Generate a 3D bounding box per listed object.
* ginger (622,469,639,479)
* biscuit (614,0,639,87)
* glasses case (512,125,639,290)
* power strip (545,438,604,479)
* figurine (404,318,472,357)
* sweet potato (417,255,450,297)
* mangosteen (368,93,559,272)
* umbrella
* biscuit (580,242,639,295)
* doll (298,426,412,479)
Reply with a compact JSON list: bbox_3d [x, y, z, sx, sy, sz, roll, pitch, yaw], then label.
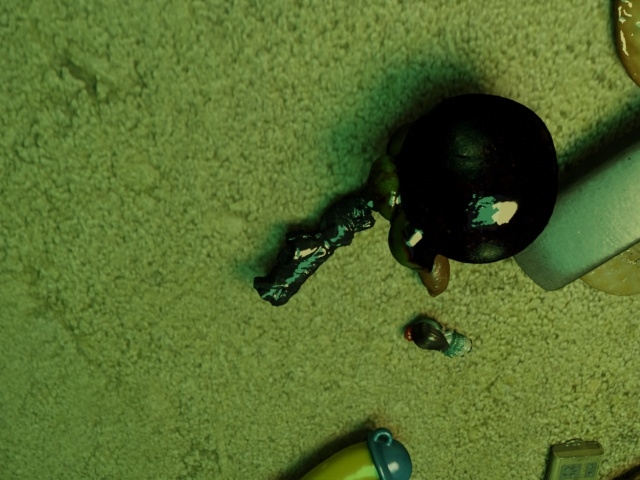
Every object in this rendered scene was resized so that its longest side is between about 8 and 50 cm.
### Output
[{"bbox_3d":[0.644,0.443,1.541,0.262,0.109,0.117,-19,121,4],"label":"ginger"},{"bbox_3d":[0.460,-0.298,1.077,0.202,0.041,0.260,-27,122,14],"label":"biscuit"},{"bbox_3d":[0.404,-0.060,1.173,0.323,0.074,0.131,-36,100,22],"label":"glasses case"},{"bbox_3d":[0.451,0.469,1.577,0.092,0.034,0.268,-4,123,-6],"label":"power strip"},{"bbox_3d":[0.184,0.153,1.333,0.106,0.047,0.060,23,153,-29],"label":"figurine"},{"bbox_3d":[0.154,-0.001,1.224,0.056,0.056,0.195,-8,118,-2],"label":"sweet potato"},{"bbox_3d":[0.176,-0.071,1.080,0.242,0.243,0.243,-3,123,-5],"label":"mangosteen"},{"bbox_3d":[-0.002,-0.001,1.197,0.224,0.080,0.071,-41,83,14],"label":"umbrella"},{"bbox_3d":[0.468,-0.009,1.269,0.219,0.033,0.220,-3,123,-5],"label":"biscuit"},{"bbox_3d":[0.017,0.452,1.449,0.199,0.145,0.363,26,109,-17],"label":"doll"}]
